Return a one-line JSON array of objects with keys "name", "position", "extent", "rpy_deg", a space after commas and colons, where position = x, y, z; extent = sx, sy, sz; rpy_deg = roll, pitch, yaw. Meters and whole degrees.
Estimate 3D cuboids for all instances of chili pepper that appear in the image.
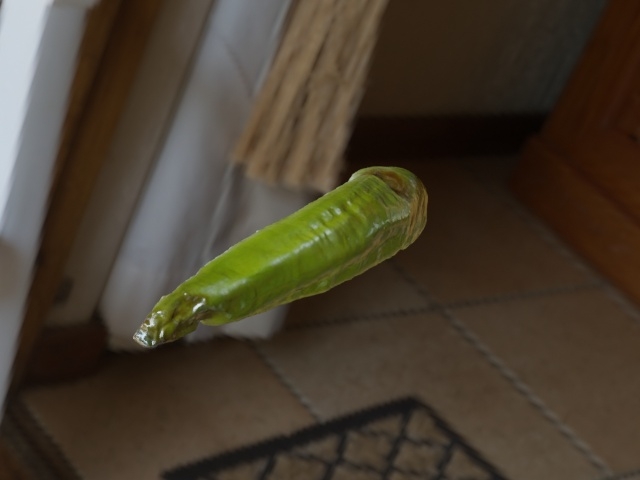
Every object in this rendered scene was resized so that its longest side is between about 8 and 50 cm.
[{"name": "chili pepper", "position": [0.001, 0.000, 0.689], "extent": [0.049, 0.043, 0.208], "rpy_deg": [6, 15, 27]}]
